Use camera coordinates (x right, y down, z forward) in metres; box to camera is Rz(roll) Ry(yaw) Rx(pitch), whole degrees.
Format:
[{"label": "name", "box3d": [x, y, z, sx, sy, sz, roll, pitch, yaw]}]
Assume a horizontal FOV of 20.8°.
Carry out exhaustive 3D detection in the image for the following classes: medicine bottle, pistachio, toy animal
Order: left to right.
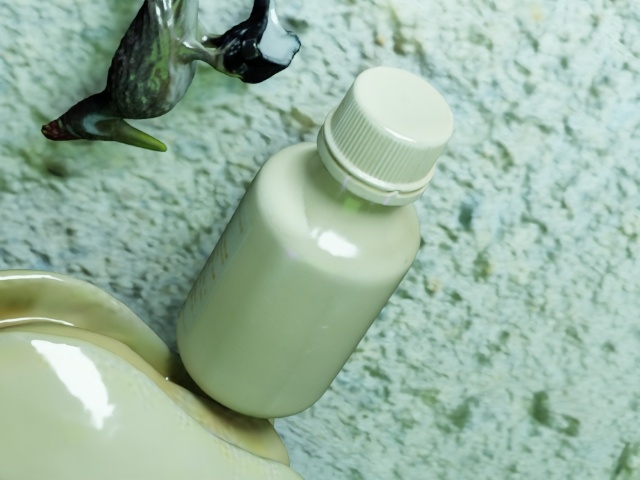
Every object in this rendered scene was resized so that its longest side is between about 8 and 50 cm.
[{"label": "pistachio", "box3d": [-0.214, 0.194, 1.173, 0.445, 0.281, 0.365, 7, 118, -26]}, {"label": "toy animal", "box3d": [-0.095, -0.108, 1.041, 0.202, 0.070, 0.105, -32, 111, 33]}, {"label": "medicine bottle", "box3d": [0.000, 0.000, 1.090, 0.114, 0.114, 0.252, 19, 133, -14]}]
